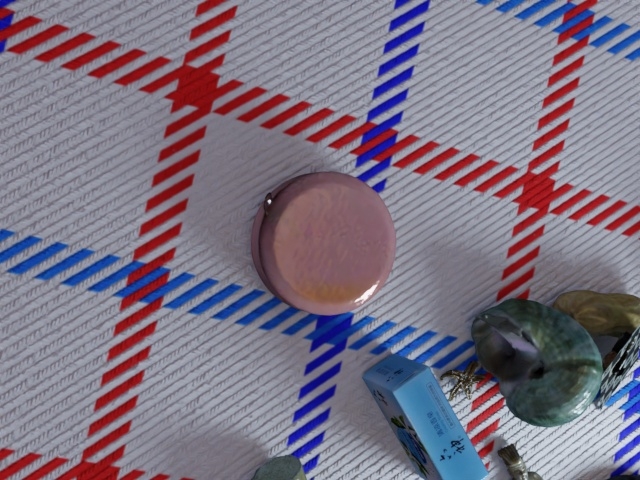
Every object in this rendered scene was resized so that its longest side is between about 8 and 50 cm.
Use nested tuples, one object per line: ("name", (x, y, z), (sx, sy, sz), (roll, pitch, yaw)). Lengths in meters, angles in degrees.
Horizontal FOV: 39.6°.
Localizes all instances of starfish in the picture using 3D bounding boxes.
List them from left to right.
("starfish", (0.259, 0.258, 1.626), (0.078, 0.028, 0.091), (41, 84, -17))

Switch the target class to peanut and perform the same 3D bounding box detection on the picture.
("peanut", (0.537, 0.140, 1.676), (0.214, 0.098, 0.090), (3, 79, -20))

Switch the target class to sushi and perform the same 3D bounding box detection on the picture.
("sushi", (0.551, 0.231, 1.673), (0.139, 0.031, 0.201), (-49, 150, -14))

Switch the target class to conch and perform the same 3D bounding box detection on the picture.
("conch", (0.396, 0.232, 1.600), (0.277, 0.220, 0.195), (61, 34, -33))

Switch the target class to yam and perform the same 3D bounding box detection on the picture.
("yam", (-0.054, 0.467, 1.489), (0.107, 0.107, 0.194), (-16, 96, -17))

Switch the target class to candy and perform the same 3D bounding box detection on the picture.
("candy", (0.000, 0.000, 1.497), (0.255, 0.094, 0.255), (-1, 92, -18))

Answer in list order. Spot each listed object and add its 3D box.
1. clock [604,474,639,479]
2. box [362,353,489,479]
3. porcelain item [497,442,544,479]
("clock", (0.609, 0.619, 1.732), (0.319, 0.066, 0.318), (0, 91, -18))
("box", (0.180, 0.319, 1.540), (0.083, 0.142, 0.232), (-34, 102, -14))
("porcelain item", (0.395, 0.479, 1.662), (0.084, 0.054, 0.213), (-28, 99, -9))
